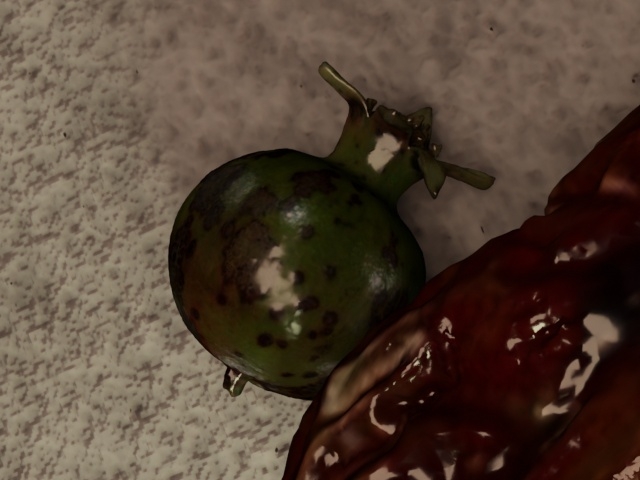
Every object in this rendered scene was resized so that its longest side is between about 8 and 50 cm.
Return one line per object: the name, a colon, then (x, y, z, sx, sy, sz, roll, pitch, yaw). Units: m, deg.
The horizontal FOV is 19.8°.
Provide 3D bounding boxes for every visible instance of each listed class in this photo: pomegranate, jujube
pomegranate: (0.002, 0.005, 0.956, 0.148, 0.148, 0.169, 46, 106, 8)
jujube: (0.166, 0.087, 0.854, 0.276, 0.276, 0.377, 47, 108, 8)
